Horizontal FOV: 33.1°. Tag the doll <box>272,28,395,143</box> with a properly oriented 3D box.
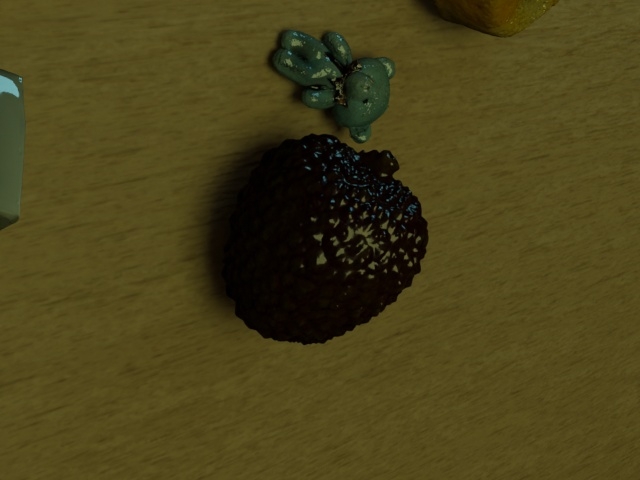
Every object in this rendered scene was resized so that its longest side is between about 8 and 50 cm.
[{"bbox_3d":[0.026,-0.203,1.341,0.180,0.075,0.120,28,82,-44],"label":"doll"}]

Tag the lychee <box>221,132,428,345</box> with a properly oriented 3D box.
[{"bbox_3d":[0.000,0.000,1.293,0.271,0.236,0.236,-48,134,7],"label":"lychee"}]

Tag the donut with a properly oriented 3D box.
[{"bbox_3d":[0.277,-0.399,1.418,0.303,0.110,0.303,-44,157,-24],"label":"donut"}]

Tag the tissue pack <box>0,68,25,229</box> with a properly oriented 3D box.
[{"bbox_3d":[-0.403,-0.092,0.967,0.229,0.145,0.159,17,60,-45],"label":"tissue pack"}]
